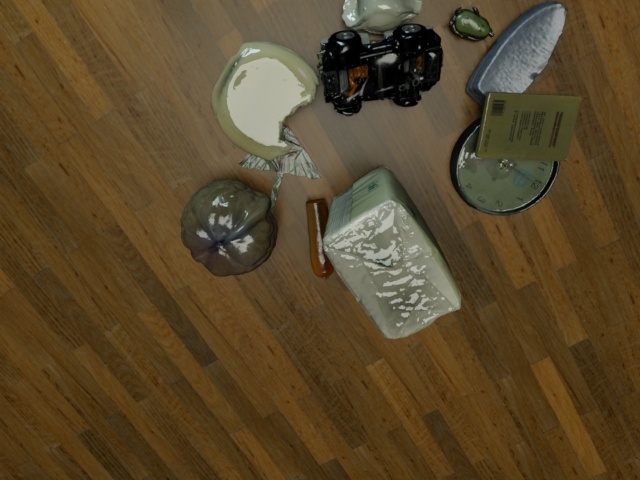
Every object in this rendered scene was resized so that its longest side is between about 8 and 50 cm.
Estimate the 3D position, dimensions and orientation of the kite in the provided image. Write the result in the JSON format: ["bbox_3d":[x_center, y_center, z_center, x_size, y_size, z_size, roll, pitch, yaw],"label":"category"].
[{"bbox_3d":[-0.108,-0.183,1.255,0.229,0.012,0.250,12,108,-2],"label":"kite"}]

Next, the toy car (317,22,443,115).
[{"bbox_3d":[0.145,-0.412,1.120,0.301,0.118,0.193,-9,134,-1],"label":"toy car"}]

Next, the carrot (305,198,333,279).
[{"bbox_3d":[0.000,0.000,1.282,0.067,0.067,0.225,-5,105,2],"label":"carrot"}]

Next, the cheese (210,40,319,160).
[{"bbox_3d":[-0.133,-0.342,1.145,0.233,0.127,0.266,35,106,-10],"label":"cheese"}]

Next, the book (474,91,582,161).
[{"bbox_3d":[0.505,-0.278,1.140,0.231,0.026,0.161,2,113,-4],"label":"book"}]

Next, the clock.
[{"bbox_3d":[0.484,-0.199,1.222,0.281,0.055,0.280,0,107,1],"label":"clock"}]

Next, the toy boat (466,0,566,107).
[{"bbox_3d":[0.483,-0.452,1.133,0.127,0.078,0.283,35,105,-7],"label":"toy boat"}]

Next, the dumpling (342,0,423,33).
[{"bbox_3d":[0.144,-0.556,1.094,0.188,0.108,0.127,-1,81,15],"label":"dumpling"}]

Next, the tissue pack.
[{"bbox_3d":[0.162,0.013,1.122,0.207,0.380,0.297,-31,106,14],"label":"tissue pack"}]

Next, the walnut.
[{"bbox_3d":[-0.226,-0.036,1.190,0.248,0.248,0.248,0,107,0],"label":"walnut"}]

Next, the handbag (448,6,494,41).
[{"bbox_3d":[0.367,-0.519,1.127,0.111,0.047,0.072,22,107,-4],"label":"handbag"}]
